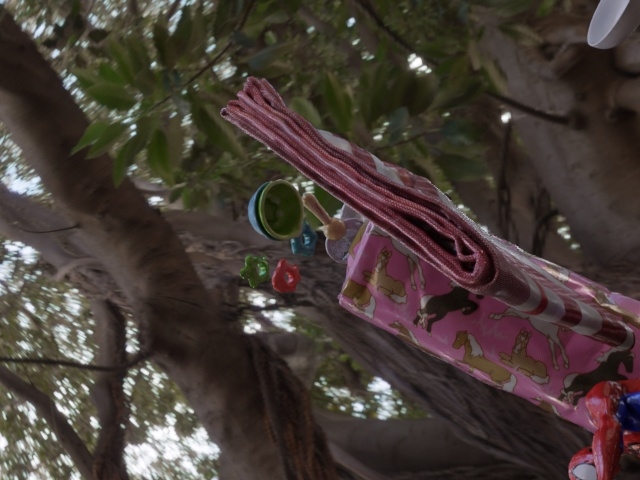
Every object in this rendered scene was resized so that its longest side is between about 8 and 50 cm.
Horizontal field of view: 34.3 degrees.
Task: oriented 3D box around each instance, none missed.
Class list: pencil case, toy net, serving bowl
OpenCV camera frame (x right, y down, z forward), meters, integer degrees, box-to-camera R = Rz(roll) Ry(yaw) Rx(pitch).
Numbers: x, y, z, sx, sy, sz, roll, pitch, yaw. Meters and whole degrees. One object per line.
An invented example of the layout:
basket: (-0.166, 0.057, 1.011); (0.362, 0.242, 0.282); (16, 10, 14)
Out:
pencil case: (0.213, 0.078, 1.091); (0.386, 0.160, 0.167); (27, -96, 11)
toy net: (0.000, 0.000, 1.220); (0.232, 0.045, 0.122); (5, -100, -47)
serving bowl: (0.279, -0.211, 0.950); (0.027, 0.083, 0.083); (26, -99, -8)

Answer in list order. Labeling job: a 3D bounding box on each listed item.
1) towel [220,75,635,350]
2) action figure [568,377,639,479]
towel: (0.099, -0.009, 0.766); (0.037, 0.237, 0.329); (-57, -32, 8)
action figure: (0.244, 0.097, 0.595); (0.091, 0.280, 0.139); (31, -142, -15)
